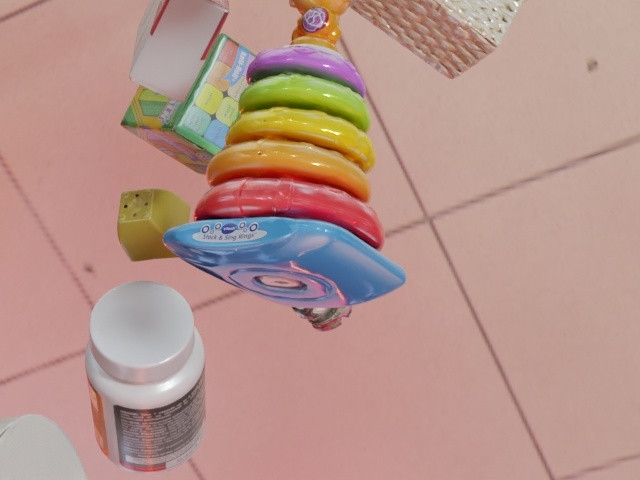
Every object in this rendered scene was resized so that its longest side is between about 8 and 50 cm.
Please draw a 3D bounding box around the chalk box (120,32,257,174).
[{"bbox_3d":[-0.119,-0.157,1.634,0.132,0.213,0.132,32,79,-29],"label":"chalk box"}]

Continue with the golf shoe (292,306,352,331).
[{"bbox_3d":[0.000,0.000,1.471,0.067,0.186,0.086,-20,137,28],"label":"golf shoe"}]

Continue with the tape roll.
[{"bbox_3d":[-0.381,0.416,1.773,0.072,0.392,0.392,-9,118,12],"label":"tape roll"}]

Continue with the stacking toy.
[{"bbox_3d":[-0.013,-0.105,1.196,0.175,0.301,0.166,-2,161,31],"label":"stacking toy"}]

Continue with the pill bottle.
[{"bbox_3d":[-0.238,0.189,1.899,0.161,0.161,0.283,6,143,0],"label":"pill bottle"}]

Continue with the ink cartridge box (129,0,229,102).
[{"bbox_3d":[-0.141,-0.222,1.400,0.063,0.150,0.109,23,113,-15],"label":"ink cartridge box"}]

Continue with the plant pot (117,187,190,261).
[{"bbox_3d":[-0.231,-0.028,1.851,0.081,0.081,0.083,-6,151,18],"label":"plant pot"}]

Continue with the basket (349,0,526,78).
[{"bbox_3d":[0.130,-0.272,1.527,0.167,0.103,0.113,33,151,-15],"label":"basket"}]
